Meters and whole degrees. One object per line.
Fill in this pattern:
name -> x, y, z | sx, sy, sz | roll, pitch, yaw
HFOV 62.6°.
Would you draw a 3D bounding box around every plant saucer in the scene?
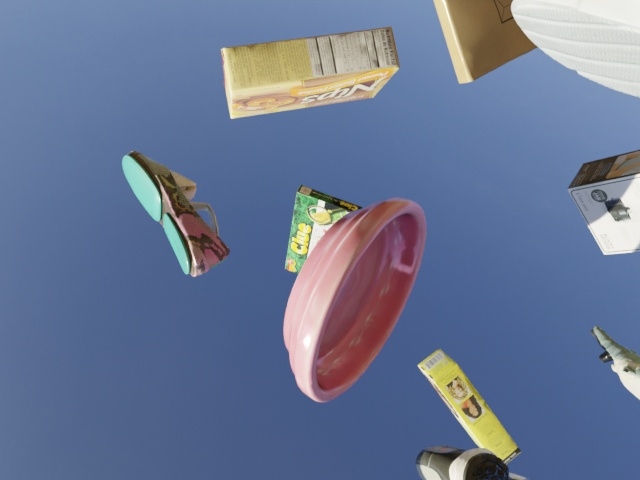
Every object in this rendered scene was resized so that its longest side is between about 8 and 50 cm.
plant saucer -> 0.051, 0.082, 0.811 | 0.084, 0.332, 0.332 | 25, -134, 26

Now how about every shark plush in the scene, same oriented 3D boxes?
shark plush -> 0.382, 0.155, 0.603 | 0.067, 0.073, 0.161 | -32, -157, -8

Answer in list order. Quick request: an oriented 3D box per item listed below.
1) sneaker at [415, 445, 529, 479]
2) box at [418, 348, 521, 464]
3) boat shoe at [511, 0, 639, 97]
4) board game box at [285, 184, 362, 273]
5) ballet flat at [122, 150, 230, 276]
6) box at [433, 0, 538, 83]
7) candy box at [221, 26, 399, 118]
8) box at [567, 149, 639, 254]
sneaker -> 0.234, 0.367, 0.764 | 0.108, 0.271, 0.100 | -1, -130, 47
box -> 0.282, 0.318, 1.000 | 0.058, 0.087, 0.232 | -38, -78, -3
boat shoe -> 0.250, -0.146, 0.329 | 0.109, 0.094, 0.302 | 31, -170, -34
board game box -> 0.000, 0.000, 1.143 | 0.136, 0.259, 0.030 | 22, -130, 9
ballet flat -> -0.198, -0.045, 0.742 | 0.079, 0.076, 0.221 | -21, -119, -34
box -> 0.184, -0.292, 0.554 | 0.165, 0.201, 0.021 | -30, -158, -15
candy box -> -0.027, -0.322, 1.027 | 0.317, 0.183, 0.087 | -12, -90, -10
box -> 0.602, -0.075, 0.890 | 0.087, 0.290, 0.169 | -47, -72, -28
